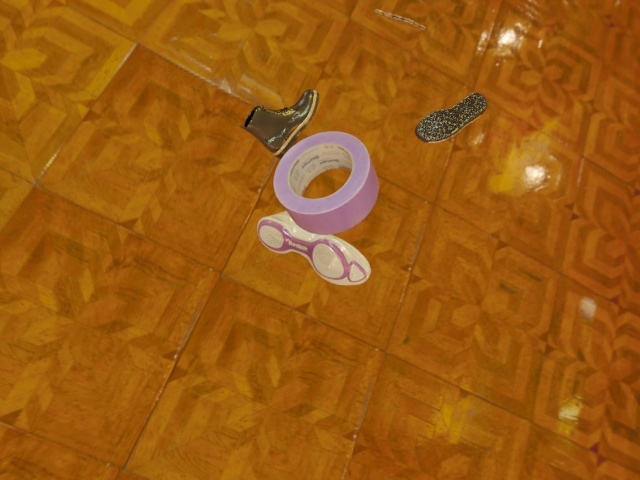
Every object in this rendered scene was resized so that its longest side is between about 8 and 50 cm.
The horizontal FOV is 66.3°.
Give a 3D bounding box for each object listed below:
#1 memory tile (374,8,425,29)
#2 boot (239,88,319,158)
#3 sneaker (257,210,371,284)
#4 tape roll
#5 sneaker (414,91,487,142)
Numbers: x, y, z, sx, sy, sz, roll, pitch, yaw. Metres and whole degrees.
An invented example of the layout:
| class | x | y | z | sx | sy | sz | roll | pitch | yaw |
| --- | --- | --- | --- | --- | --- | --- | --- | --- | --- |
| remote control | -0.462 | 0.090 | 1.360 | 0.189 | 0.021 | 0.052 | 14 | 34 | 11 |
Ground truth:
| class | x | y | z | sx | sy | sz | roll | pitch | yaw |
| --- | --- | --- | --- | --- | --- | --- | --- | --- | --- |
| memory tile | 0.244 | -0.678 | 1.504 | 0.148 | 0.012 | 0.113 | 33 | 25 | 30 |
| boot | -0.099 | -0.323 | 1.229 | 0.137 | 0.077 | 0.197 | 33 | 80 | -31 |
| sneaker | 0.000 | 0.000 | 1.209 | 0.305 | 0.114 | 0.152 | 28 | 32 | 19 |
| tape roll | 0.012 | -0.111 | 0.937 | 0.189 | 0.080 | 0.189 | -9 | 59 | 15 |
| sneaker | 0.361 | -0.324 | 1.360 | 0.235 | 0.097 | 0.084 | -27 | 84 | -12 |
